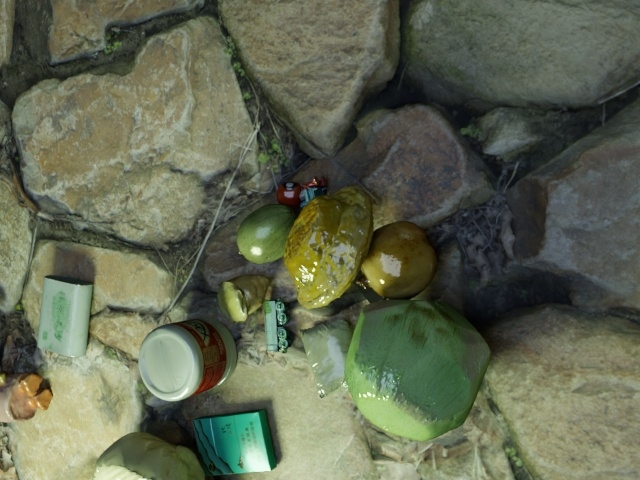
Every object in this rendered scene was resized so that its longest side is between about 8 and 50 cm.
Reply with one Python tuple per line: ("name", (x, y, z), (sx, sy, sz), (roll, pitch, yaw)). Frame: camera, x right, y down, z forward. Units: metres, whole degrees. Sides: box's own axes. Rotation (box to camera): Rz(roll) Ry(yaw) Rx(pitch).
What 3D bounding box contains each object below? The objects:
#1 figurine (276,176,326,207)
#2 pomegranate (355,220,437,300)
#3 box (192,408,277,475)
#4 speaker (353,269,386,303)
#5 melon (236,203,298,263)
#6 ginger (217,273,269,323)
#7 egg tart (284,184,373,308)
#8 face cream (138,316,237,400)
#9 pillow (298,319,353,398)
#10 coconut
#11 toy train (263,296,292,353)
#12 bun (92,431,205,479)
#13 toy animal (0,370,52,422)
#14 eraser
("figurine", (-0.052, -0.118, 1.720), (0.140, 0.068, 0.075), (-9, 91, 32))
("pomegranate", (0.168, 0.055, 1.553), (0.196, 0.196, 0.196), (1, 92, 26))
("box", (-0.237, 0.554, 1.839), (0.226, 0.042, 0.161), (-14, 86, 26))
("speaker", (0.092, 0.079, 1.666), (0.046, 0.040, 0.191), (-46, 73, 21))
("melon", (-0.138, -0.014, 1.722), (0.192, 0.139, 0.139), (-37, 76, 21))
("ginger", (-0.210, 0.145, 1.800), (0.193, 0.122, 0.115), (-9, 107, 59))
("egg tart", (0.000, 0.000, 1.581), (0.128, 0.319, 0.319), (27, 108, -23))
("face cream", (-0.356, 0.315, 1.811), (0.201, 0.187, 0.201), (1, 92, 26))
("pillow", (0.031, 0.290, 1.684), (0.134, 0.078, 0.181), (-23, 78, 22))
("coconut", (0.209, 0.259, 1.474), (0.328, 0.328, 0.281), (34, 149, 21))
("toy train", (-0.115, 0.223, 1.773), (0.071, 0.038, 0.148), (-3, 89, 26))
("bun", (-0.445, 0.683, 1.849), (0.360, 0.211, 0.360), (12, 115, 26))
("toy animal", (-1.015, 0.500, 2.158), (0.281, 0.169, 0.195), (2, 127, 29))
("eraser", (-0.788, 0.231, 2.080), (0.174, 0.081, 0.227), (10, 95, 25))
